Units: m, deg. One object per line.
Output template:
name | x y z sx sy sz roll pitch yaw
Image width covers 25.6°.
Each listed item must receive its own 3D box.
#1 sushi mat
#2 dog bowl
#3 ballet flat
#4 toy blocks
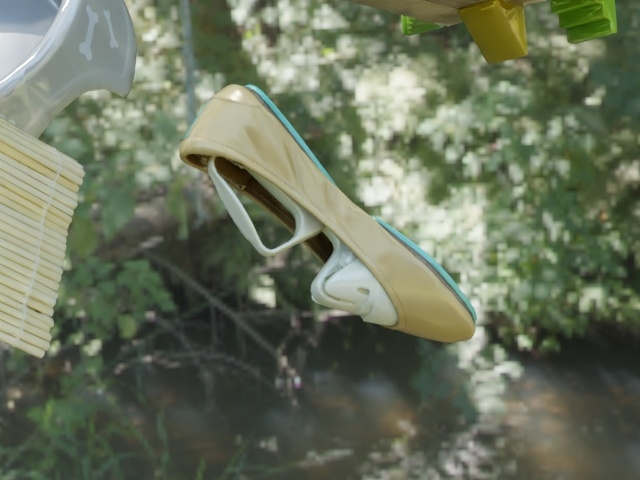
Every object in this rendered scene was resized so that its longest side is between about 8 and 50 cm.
sushi mat | -0.265 -0.051 0.829 0.019 0.151 0.316 -14 -31 34
dog bowl | -0.333 -0.167 1.174 0.348 0.102 0.349 -4 54 5
ballet flat | 0.000 0.000 0.923 0.073 0.232 0.080 -45 0 -21
toy blocks | 0.141 -0.281 1.221 0.381 0.191 0.260 -9 -8 42
